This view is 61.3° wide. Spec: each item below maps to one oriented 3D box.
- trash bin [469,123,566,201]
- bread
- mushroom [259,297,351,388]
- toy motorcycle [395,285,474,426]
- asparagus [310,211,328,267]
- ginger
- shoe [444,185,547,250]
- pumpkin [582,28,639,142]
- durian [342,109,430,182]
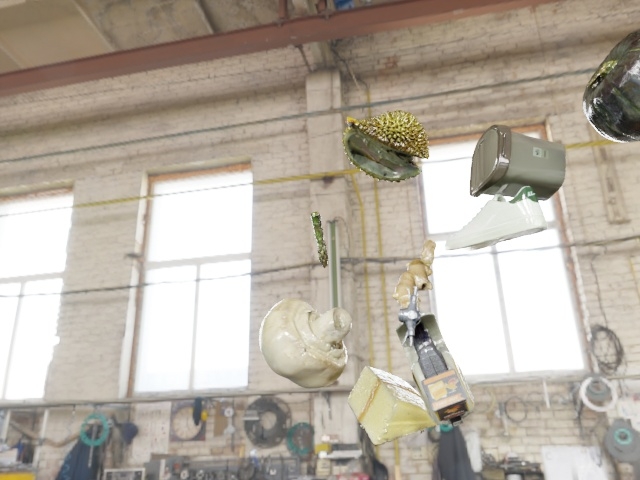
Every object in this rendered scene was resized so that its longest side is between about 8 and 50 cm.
[{"bbox_3d":[0.652,-0.242,1.788,0.251,0.219,0.219,11,-20,0],"label":"trash bin"},{"bbox_3d":[0.202,0.461,1.462,0.178,0.135,0.240,25,5,-20],"label":"bread"},{"bbox_3d":[-0.022,0.253,1.412,0.234,0.253,0.260,-40,-13,19],"label":"mushroom"},{"bbox_3d":[0.202,0.214,0.999,0.091,0.263,0.157,-22,-44,4],"label":"toy motorcycle"},{"bbox_3d":[0.000,0.000,1.513,0.030,0.165,0.036,-12,13,-6],"label":"asparagus"},{"bbox_3d":[0.249,0.085,1.357,0.089,0.288,0.075,10,-60,22],"label":"ginger"},{"bbox_3d":[0.547,-0.066,1.758,0.132,0.160,0.363,5,-18,-40],"label":"shoe"},{"bbox_3d":[0.880,-0.420,1.474,0.241,0.323,0.323,33,-26,-1],"label":"pumpkin"},{"bbox_3d":[0.161,-0.264,1.365,0.237,0.137,0.194,35,-34,-31],"label":"durian"}]
